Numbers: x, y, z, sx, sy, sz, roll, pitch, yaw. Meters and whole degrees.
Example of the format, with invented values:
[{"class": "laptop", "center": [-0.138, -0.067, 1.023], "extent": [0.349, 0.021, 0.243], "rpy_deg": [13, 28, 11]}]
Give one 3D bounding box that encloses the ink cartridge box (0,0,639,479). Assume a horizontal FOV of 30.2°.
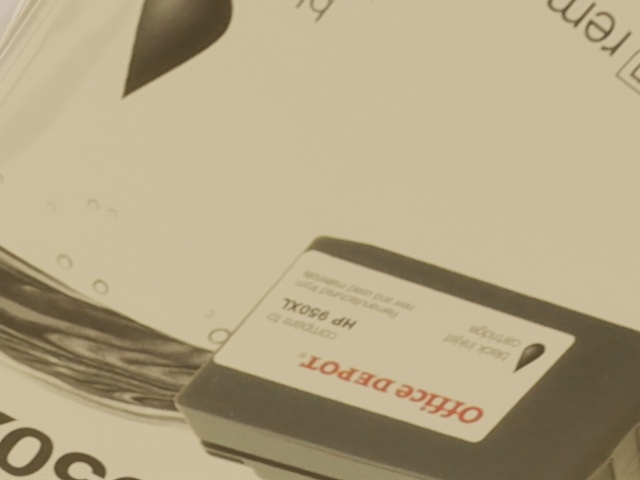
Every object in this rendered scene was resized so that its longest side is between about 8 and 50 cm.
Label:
[{"class": "ink cartridge box", "center": [0.000, 0.000, 0.437], "extent": [0.285, 0.166, 0.395], "rpy_deg": [31, 114, -23]}]
